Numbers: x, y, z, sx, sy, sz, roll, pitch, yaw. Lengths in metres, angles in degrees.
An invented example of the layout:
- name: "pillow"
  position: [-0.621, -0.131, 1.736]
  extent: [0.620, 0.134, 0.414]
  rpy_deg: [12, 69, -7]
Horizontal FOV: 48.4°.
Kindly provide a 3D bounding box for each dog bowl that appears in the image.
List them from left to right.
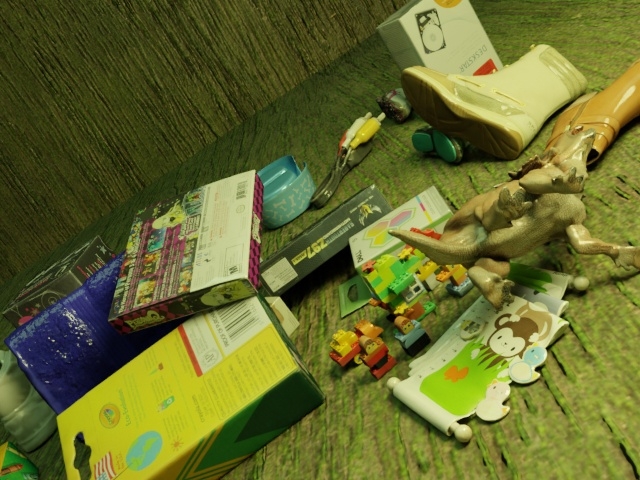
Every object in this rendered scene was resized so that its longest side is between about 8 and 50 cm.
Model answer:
- name: "dog bowl"
  position: [-0.097, -0.109, 1.618]
  extent: [0.166, 0.074, 0.297]
  rpy_deg: [-37, 18, -4]

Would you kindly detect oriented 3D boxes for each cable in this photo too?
- name: "cable"
  position: [0.036, -0.176, 1.564]
  extent: [0.139, 0.072, 0.287]
  rpy_deg: [-18, 25, 53]

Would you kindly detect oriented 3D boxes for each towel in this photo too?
- name: "towel"
  position: [-0.301, 0.153, 1.116]
  extent: [0.308, 0.228, 0.076]
  rpy_deg: [-38, 13, -12]

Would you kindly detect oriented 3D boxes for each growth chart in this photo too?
- name: "growth chart"
  position: [0.178, 0.106, 0.754]
  extent: [0.237, 0.021, 0.172]
  rpy_deg: [-43, 22, -20]

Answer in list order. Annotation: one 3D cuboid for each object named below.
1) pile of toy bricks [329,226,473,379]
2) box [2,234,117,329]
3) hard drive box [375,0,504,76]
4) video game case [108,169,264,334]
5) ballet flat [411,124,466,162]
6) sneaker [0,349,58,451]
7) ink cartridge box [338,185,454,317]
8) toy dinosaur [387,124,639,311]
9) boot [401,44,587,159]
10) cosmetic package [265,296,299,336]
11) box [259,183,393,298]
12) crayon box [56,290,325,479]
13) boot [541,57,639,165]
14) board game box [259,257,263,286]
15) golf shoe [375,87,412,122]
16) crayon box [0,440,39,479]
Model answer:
- name: "pile of toy bricks"
  position: [0.090, 0.061, 0.872]
  extent: [0.212, 0.105, 0.118]
  rpy_deg: [-40, 20, -13]
- name: "box"
  position: [-0.388, 0.149, 1.237]
  extent: [0.163, 0.247, 0.142]
  rpy_deg: [-30, 19, 16]
- name: "hard drive box"
  position: [0.253, -0.397, 1.481]
  extent: [0.181, 0.232, 0.089]
  rpy_deg: [-44, 22, -21]
- name: "video game case"
  position: [-0.185, 0.011, 1.018]
  extent: [0.210, 0.042, 0.232]
  rpy_deg: [-18, 41, 13]
- name: "ballet flat"
  position: [0.228, -0.184, 1.290]
  extent: [0.070, 0.070, 0.188]
  rpy_deg: [-37, 23, -4]
- name: "sneaker"
  position: [-0.558, 0.256, 1.389]
  extent: [0.108, 0.169, 0.292]
  rpy_deg: [-34, 18, 9]
- name: "ink cartridge box"
  position: [0.100, 0.015, 1.029]
  extent: [0.209, 0.062, 0.109]
  rpy_deg: [-32, 20, 10]
- name: "toy dinosaur"
  position: [0.204, -0.022, 0.778]
  extent: [0.295, 0.127, 0.200]
  rpy_deg: [-19, 14, -10]
- name: "boot"
  position: [0.286, -0.261, 1.196]
  extent: [0.203, 0.095, 0.262]
  rpy_deg: [-40, 52, -19]
- name: "cosmetic package"
  position: [-0.090, 0.142, 1.049]
  extent: [0.041, 0.060, 0.115]
  rpy_deg: [-8, 34, 51]
- name: "box"
  position: [0.000, 0.000, 1.168]
  extent: [0.232, 0.059, 0.183]
  rpy_deg: [-36, 4, -3]
- name: "crayon box"
  position: [-0.174, 0.212, 0.906]
  extent: [0.318, 0.081, 0.202]
  rpy_deg: [-35, 39, -2]
- name: "boot"
  position: [0.396, -0.165, 0.955]
  extent: [0.152, 0.073, 0.197]
  rpy_deg: [-48, 11, -35]
- name: "board game box"
  position: [-0.184, 0.105, 1.290]
  extent: [0.194, 0.060, 0.194]
  rpy_deg: [-34, 19, 7]
- name: "golf shoe"
  position: [0.187, -0.330, 1.681]
  extent: [0.086, 0.067, 0.186]
  rpy_deg: [-32, 19, 4]
- name: "crayon box"
  position: [-0.570, 0.452, 1.080]
  extent: [0.278, 0.081, 0.165]
  rpy_deg: [-38, 19, -8]
